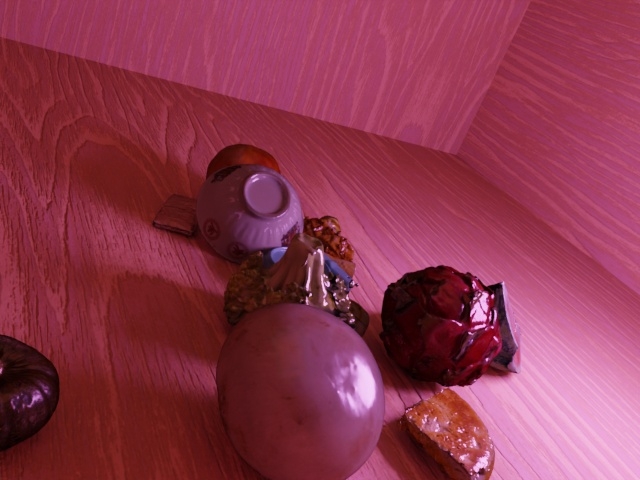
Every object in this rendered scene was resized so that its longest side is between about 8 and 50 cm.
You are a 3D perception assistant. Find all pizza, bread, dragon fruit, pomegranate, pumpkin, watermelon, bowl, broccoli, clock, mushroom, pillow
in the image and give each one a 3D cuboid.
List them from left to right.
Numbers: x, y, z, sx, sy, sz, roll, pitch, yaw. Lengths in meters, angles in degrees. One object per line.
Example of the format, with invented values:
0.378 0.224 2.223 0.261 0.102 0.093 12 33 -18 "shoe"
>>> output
-0.537 0.236 1.092 0.219 0.162 0.219 15 26 -8 "pumpkin"
-0.425 -0.083 2.056 0.126 0.043 0.232 16 26 -4 "pillow"
-0.254 -0.176 2.192 0.229 0.270 0.252 5 -19 27 "pomegranate"
-0.179 -0.101 1.954 0.337 0.157 0.337 9 66 -21 "bowl"
-0.052 0.304 1.311 0.362 0.295 0.362 29 42 -30 "mushroom"
-0.058 0.125 1.622 0.293 0.280 0.348 -5 33 -45 "broccoli"
-0.064 0.098 1.880 0.274 0.094 0.223 2 28 -42 "clock"
0.000 0.000 2.180 0.182 0.073 0.365 -22 49 -28 "pizza"
0.030 -0.038 2.317 0.083 0.094 0.157 10 17 -18 "bread"
0.058 0.197 1.802 0.156 0.103 0.110 33 29 6 "bread"
0.312 0.218 1.737 0.329 0.329 0.329 19 23 -8 "dragon fruit"
0.274 0.434 1.505 0.226 0.086 0.335 15 22 -6 "pizza"
0.492 0.247 1.908 0.224 0.180 0.305 35 -17 39 "watermelon"
